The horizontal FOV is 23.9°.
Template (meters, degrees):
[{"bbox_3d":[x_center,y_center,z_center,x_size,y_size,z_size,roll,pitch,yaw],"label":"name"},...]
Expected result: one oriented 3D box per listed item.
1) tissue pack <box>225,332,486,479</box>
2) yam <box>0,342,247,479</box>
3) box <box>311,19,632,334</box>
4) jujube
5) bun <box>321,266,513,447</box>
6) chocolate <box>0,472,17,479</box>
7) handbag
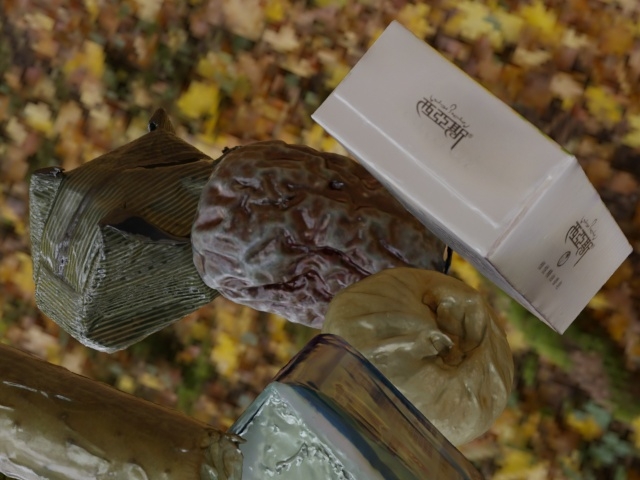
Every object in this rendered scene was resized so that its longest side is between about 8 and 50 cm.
[{"bbox_3d":[0.015,0.189,1.081,0.198,0.146,0.263,44,-173,2],"label":"tissue pack"},{"bbox_3d":[-0.223,0.098,0.962,0.371,0.083,0.083,18,167,17],"label":"yam"},{"bbox_3d":[0.131,-0.044,1.236,0.194,0.111,0.260,41,-176,26],"label":"box"},{"bbox_3d":[0.000,0.000,1.883,0.317,0.226,0.226,16,168,-4],"label":"jujube"},{"bbox_3d":[0.107,0.103,1.501,0.222,0.222,0.127,24,124,-14],"label":"bun"},{"bbox_3d":[-0.437,0.372,1.776,0.137,0.301,0.289,-6,141,45],"label":"chocolate"},{"bbox_3d":[-0.251,-0.021,2.148,0.247,0.340,0.240,29,137,38],"label":"handbag"}]
